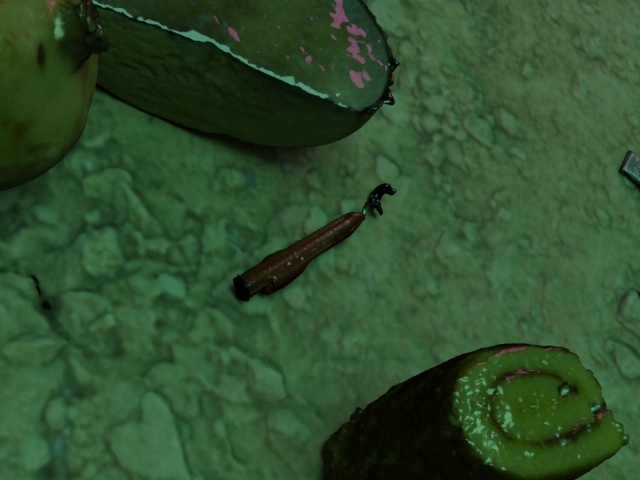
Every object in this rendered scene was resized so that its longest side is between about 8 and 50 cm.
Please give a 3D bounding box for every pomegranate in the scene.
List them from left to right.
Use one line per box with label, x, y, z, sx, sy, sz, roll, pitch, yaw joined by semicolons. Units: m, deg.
pomegranate;-0.214;-0.118;0.728;0.196;0.196;0.196;12;63;-25

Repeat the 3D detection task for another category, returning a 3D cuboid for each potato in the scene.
potato;-0.068;-0.153;0.884;0.243;0.098;0.138;21;55;-12

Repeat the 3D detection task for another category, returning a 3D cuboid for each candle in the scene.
candle;0.000;0.001;0.899;0.167;0.021;0.026;-33;97;-38

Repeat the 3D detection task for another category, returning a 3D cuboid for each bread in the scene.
bread;0.093;0.133;0.799;0.132;0.172;0.103;-7;72;-34

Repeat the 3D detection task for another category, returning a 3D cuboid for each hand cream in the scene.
hand cream;0.313;-0.045;1.104;0.093;0.019;0.030;43;52;-4
